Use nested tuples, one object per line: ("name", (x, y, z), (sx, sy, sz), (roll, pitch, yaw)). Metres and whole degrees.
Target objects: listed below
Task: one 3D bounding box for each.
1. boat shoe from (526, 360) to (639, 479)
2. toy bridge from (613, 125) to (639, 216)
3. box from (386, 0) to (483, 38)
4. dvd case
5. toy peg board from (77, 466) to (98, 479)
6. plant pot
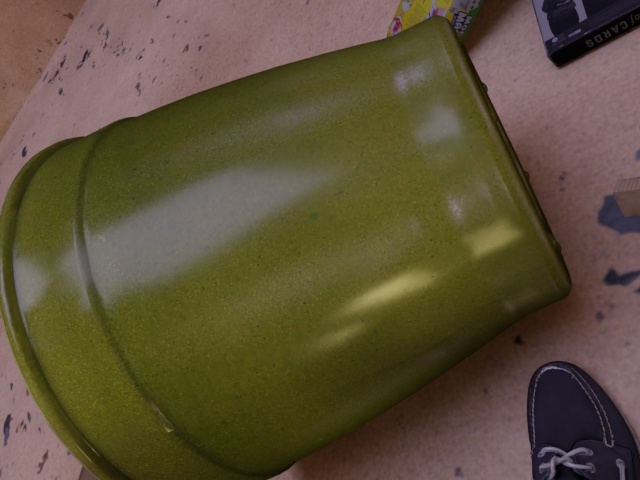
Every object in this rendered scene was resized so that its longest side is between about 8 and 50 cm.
("boat shoe", (0.182, 0.167, 0.432), (0.075, 0.065, 0.206), (-21, 46, 23))
("toy bridge", (0.272, -0.086, 0.472), (0.063, 0.026, 0.188), (-7, 38, 46))
("box", (0.134, -0.267, 0.725), (0.179, 0.043, 0.105), (-62, 34, 38))
("dvd case", (0.290, -0.307, 0.635), (0.179, 0.029, 0.239), (-25, 51, 35))
("toy peg board", (-0.255, 0.314, 0.822), (0.160, 0.079, 0.161), (-20, 53, 57))
("plant pot", (0.000, 0.000, 0.548), (0.353, 0.366, 0.367), (-25, 51, 20))
